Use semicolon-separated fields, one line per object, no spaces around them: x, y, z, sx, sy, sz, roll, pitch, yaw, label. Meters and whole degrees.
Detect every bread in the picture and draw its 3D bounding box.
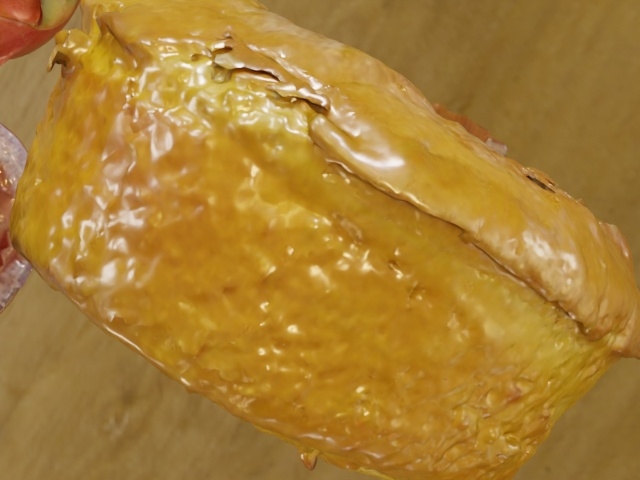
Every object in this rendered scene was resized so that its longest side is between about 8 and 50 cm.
0.002;0.001;0.989;0.204;0.337;0.358;-54;153;6;bread

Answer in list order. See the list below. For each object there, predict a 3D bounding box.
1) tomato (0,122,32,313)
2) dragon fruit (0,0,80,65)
-0.304;0.002;1.240;0.228;0.112;0.199;9;72;-4;tomato
-0.309;-0.274;1.625;0.224;0.224;0.227;1;125;-8;dragon fruit
